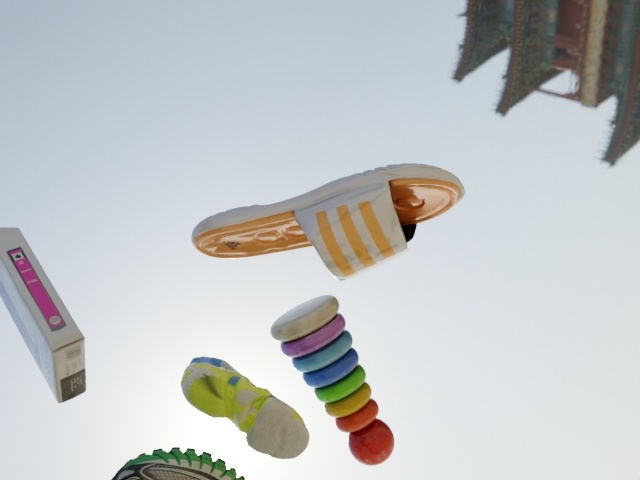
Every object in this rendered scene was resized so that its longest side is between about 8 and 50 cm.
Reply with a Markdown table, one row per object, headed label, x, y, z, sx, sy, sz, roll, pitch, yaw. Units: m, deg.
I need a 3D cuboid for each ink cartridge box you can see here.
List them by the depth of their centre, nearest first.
| label | x | y | z | sx | sy | sz | roll | pitch | yaw |
| --- | --- | --- | --- | --- | --- | --- | --- | --- | --- |
| ink cartridge box | -0.544 | 0.110 | 1.268 | 0.069 | 0.371 | 0.176 | -25 | -30 | -34 |

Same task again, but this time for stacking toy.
| label | x | y | z | sx | sy | sz | roll | pitch | yaw |
| --- | --- | --- | --- | --- | --- | --- | --- | --- | --- |
| stacking toy | 0.035 | 0.275 | 1.274 | 0.141 | 0.141 | 0.330 | -30 | -83 | -34 |

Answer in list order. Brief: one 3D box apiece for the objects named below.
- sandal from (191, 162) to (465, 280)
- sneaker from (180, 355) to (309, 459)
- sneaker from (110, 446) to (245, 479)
| label | x | y | z | sx | sy | sz | roll | pitch | yaw |
| --- | --- | --- | --- | --- | --- | --- | --- | --- | --- |
| sandal | 0.004 | 0.004 | 0.612 | 0.102 | 0.265 | 0.076 | 35 | -134 | -57 |
| sneaker | -0.120 | 0.257 | 1.106 | 0.240 | 0.126 | 0.091 | 41 | -87 | -20 |
| sneaker | -0.137 | 0.401 | 0.924 | 0.146 | 0.343 | 0.134 | -57 | -13 | -56 |
